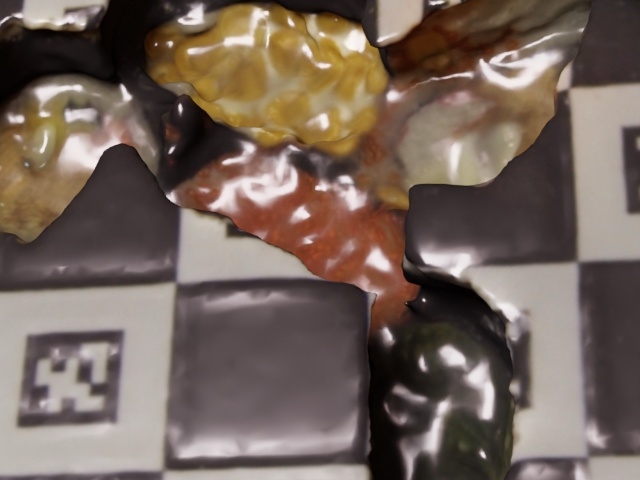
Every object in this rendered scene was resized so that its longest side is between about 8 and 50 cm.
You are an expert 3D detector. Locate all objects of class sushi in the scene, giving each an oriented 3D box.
[{"bbox_3d":[0.000,0.000,0.555,0.343,0.064,0.359,-3,62,9],"label":"sushi"}]
